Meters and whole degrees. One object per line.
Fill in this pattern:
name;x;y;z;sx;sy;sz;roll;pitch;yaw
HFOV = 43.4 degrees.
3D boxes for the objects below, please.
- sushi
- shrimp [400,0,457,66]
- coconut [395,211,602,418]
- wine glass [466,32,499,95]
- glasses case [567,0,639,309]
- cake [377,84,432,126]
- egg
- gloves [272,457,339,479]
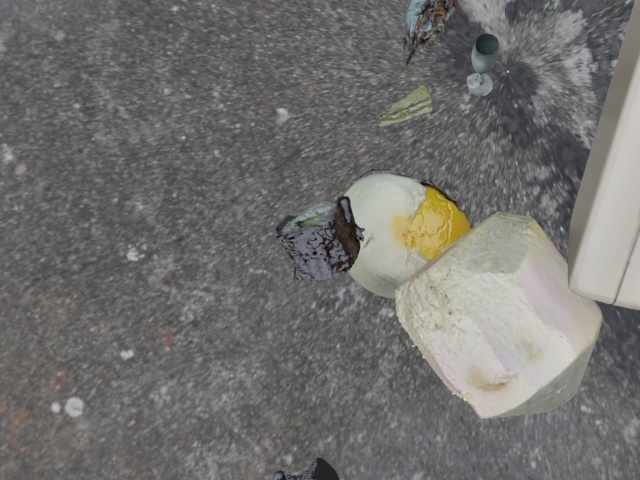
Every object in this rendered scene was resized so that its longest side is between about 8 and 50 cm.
sushi;-0.001;0.001;1.034;0.094;0.098;0.084;-14;110;25
shrimp;0.176;-0.365;1.376;0.079;0.233;0.090;25;144;0
coconut;0.295;0.139;1.305;0.297;0.297;0.310;-39;86;17
wine glass;0.364;-0.391;1.796;0.066;0.198;0.066;-1;76;5
glasses case;0.272;-0.116;0.627;0.076;0.144;0.337;13;123;11
cake;0.201;-0.304;1.881;0.140;0.051;0.055;-33;57;-8
egg;0.165;0.023;1.759;0.337;0.201;0.337;16;139;15
gloves;-0.049;0.547;1.676;0.180;0.129;0.106;-44;127;16
